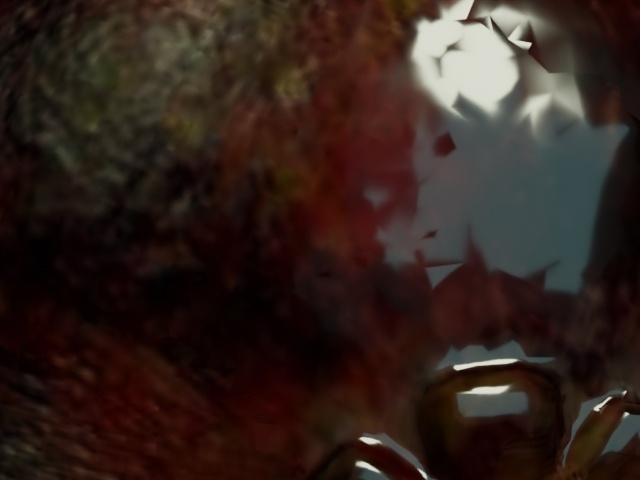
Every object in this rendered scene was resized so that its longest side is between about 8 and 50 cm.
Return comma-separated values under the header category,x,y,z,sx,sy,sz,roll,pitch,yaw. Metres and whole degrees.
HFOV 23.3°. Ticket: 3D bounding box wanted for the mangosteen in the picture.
category,x,y,z,sx,sy,sz,roll,pitch,yaw
mangosteen,0.000,0.000,0.494,0.306,0.359,0.306,-5,112,-12
